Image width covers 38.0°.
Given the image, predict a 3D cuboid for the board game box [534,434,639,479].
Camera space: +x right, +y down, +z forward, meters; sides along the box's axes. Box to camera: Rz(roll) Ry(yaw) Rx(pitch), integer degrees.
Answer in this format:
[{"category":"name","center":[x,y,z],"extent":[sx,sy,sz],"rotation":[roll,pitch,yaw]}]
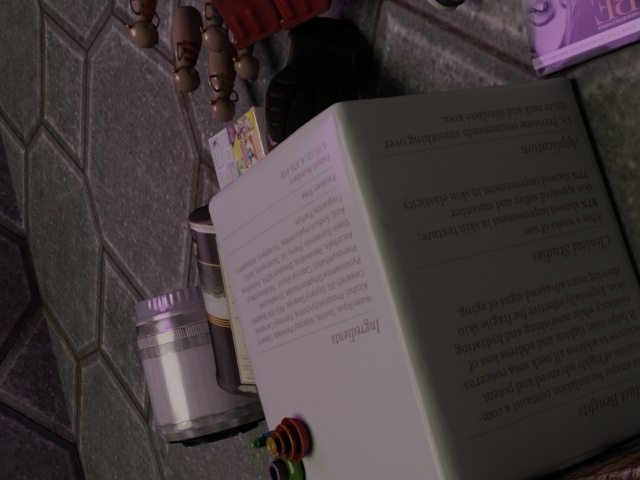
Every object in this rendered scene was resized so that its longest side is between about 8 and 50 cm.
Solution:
[{"category":"board game box","center":[0.336,0.253,0.860],"extent":[0.291,0.232,0.141],"rotation":[-37,69,55]}]

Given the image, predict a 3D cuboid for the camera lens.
[{"category":"camera lens","center":[-0.215,0.227,1.715],"extent":[0.219,0.219,0.274],"rotation":[-22,81,57]}]

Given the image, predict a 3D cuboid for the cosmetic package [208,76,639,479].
[{"category":"cosmetic package","center":[0.121,0.068,1.045],"extent":[0.327,0.329,0.394],"rotation":[-28,75,56]}]

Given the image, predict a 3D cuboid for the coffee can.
[{"category":"coffee can","center":[-0.086,0.078,1.464],"extent":[0.201,0.201,0.275],"rotation":[15,117,55]}]

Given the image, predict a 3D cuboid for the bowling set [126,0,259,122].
[{"category":"bowling set","center":[-0.159,-0.324,1.485],"extent":[0.199,0.287,0.154],"rotation":[-15,65,28]}]

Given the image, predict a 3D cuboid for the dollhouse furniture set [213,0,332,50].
[{"category":"dollhouse furniture set","center":[-0.126,-0.471,1.222],"extent":[0.374,0.152,0.201],"rotation":[59,-163,-44]}]

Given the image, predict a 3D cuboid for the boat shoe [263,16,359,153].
[{"category":"boat shoe","center":[-0.009,-0.187,1.280],"extent":[0.324,0.122,0.120],"rotation":[-76,-2,-49]}]

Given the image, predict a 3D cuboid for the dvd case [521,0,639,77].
[{"category":"dvd case","center":[0.271,-0.302,0.992],"extent":[0.164,0.018,0.221],"rotation":[-12,89,57]}]

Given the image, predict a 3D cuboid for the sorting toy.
[{"category":"sorting toy","center":[-0.046,0.233,1.012],"extent":[0.061,0.042,0.102],"rotation":[48,138,40]}]

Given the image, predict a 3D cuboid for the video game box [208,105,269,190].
[{"category":"video game box","center":[-0.119,-0.110,1.628],"extent":[0.187,0.048,0.205],"rotation":[-21,81,59]}]

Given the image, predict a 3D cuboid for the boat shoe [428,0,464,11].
[{"category":"boat shoe","center":[0.143,-0.392,1.104],"extent":[0.079,0.084,0.233],"rotation":[-6,91,58]}]
